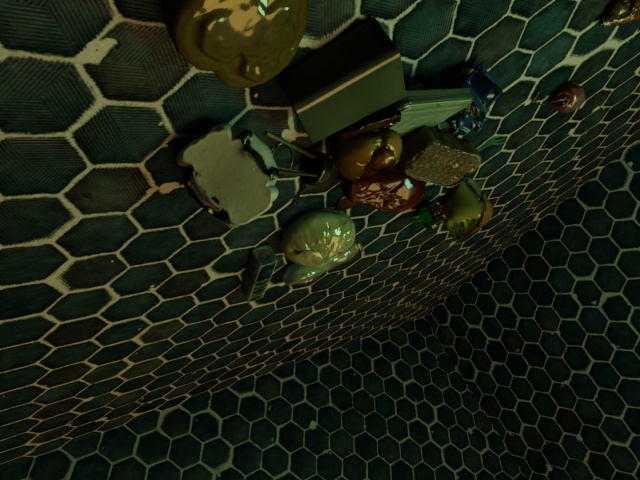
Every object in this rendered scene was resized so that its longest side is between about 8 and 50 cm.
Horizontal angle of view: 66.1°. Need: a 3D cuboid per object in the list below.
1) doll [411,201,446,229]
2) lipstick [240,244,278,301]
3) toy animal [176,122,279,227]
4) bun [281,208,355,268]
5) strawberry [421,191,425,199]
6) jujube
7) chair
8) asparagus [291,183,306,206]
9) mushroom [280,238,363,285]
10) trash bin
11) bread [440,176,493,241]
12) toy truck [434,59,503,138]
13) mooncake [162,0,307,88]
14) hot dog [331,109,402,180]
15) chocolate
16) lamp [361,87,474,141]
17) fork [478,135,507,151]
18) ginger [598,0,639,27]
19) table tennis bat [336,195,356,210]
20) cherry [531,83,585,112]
[{"bbox_3d":[0.442,-0.095,2.028,0.134,0.106,0.186,-27,173,7],"label":"doll"},{"bbox_3d":[-0.220,0.123,1.738,0.078,0.076,0.289,-19,157,-28],"label":"lipstick"},{"bbox_3d":[-0.197,-0.150,1.093,0.204,0.208,0.156,-35,-164,5],"label":"toy animal"},{"bbox_3d":[0.000,0.000,1.643,0.259,0.160,0.259,-22,154,-12],"label":"bun"},{"bbox_3d":[0.321,-0.178,1.748,0.106,0.106,0.106,-25,156,-12],"label":"strawberry"},{"bbox_3d":[0.192,-0.175,1.500,0.255,0.190,0.190,-6,149,-22],"label":"jujube"},{"bbox_3d":[-0.074,-0.196,1.256,0.095,0.104,0.222,-16,166,43],"label":"chair"},{"bbox_3d":[-0.056,-0.151,1.452,0.013,0.016,0.166,-55,177,-43],"label":"asparagus"},{"bbox_3d":[0.014,0.083,1.916,0.351,0.097,0.109,-25,159,-22],"label":"mushroom"},{"bbox_3d":[0.048,-0.337,1.068,0.241,0.122,0.164,-28,156,2],"label":"trash bin"},{"bbox_3d":[0.616,-0.128,2.047,0.163,0.204,0.262,-14,156,-26],"label":"bread"},{"bbox_3d":[0.415,-0.376,1.365,0.113,0.126,0.208,-48,168,-30],"label":"toy truck"},{"bbox_3d":[-0.124,-0.367,0.813,0.235,0.117,0.234,-22,155,-11],"label":"mooncake"},{"bbox_3d":[0.131,-0.210,1.256,0.194,0.107,0.326,-17,175,3],"label":"hot dog"},{"bbox_3d":[0.341,-0.240,1.405,0.214,0.093,0.148,9,144,-32],"label":"chocolate"},{"bbox_3d":[0.227,-0.319,1.296,0.267,0.047,0.269,-16,175,-33],"label":"lamp"},{"bbox_3d":[0.576,-0.329,1.806,0.235,0.039,0.021,-25,152,-2],"label":"fork"},{"bbox_3d":[0.898,-0.675,1.426,0.162,0.073,0.103,-26,156,-6],"label":"ginger"},{"bbox_3d":[0.095,-0.145,1.645,0.087,0.013,0.156,-19,156,-18],"label":"table tennis bat"},{"bbox_3d":[0.835,-0.498,1.706,0.226,0.090,0.107,-3,158,-32],"label":"cherry"}]
